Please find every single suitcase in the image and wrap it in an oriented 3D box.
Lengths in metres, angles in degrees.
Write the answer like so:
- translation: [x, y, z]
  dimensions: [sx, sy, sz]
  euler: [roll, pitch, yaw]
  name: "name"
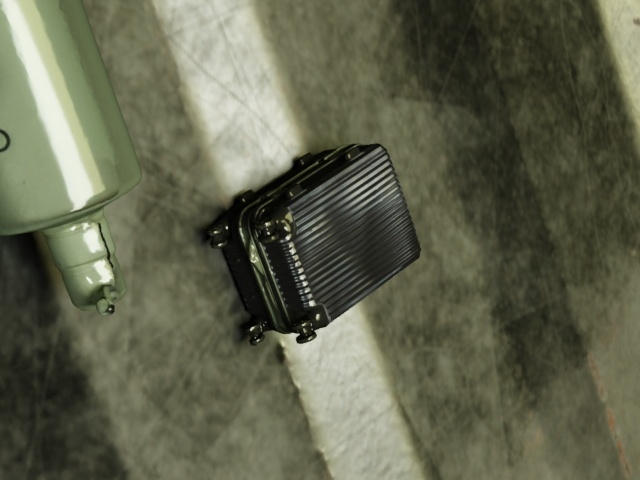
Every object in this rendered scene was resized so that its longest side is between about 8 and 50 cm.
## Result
- translation: [0.000, 0.000, 0.962]
  dimensions: [0.126, 0.059, 0.086]
  euler: [-34, 112, -41]
  name: "suitcase"

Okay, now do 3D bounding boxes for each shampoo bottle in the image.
- translation: [-0.150, -0.090, 0.802]
  dimensions: [0.085, 0.085, 0.262]
  euler: [-31, 108, -42]
  name: "shampoo bottle"
